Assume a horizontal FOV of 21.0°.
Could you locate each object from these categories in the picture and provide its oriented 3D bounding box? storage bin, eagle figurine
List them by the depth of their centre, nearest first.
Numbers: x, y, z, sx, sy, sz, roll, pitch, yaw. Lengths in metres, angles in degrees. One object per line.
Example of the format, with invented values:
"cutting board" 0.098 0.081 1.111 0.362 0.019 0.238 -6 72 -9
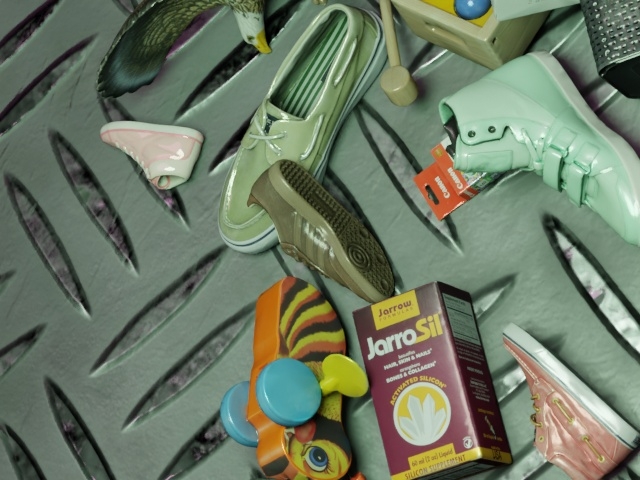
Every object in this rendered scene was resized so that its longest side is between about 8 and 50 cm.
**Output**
"storage bin" 0.356 -0.213 1.664 0.180 0.122 0.084 -18 71 25
"eagle figurine" -0.126 -0.290 1.914 0.298 0.226 0.225 -8 96 22

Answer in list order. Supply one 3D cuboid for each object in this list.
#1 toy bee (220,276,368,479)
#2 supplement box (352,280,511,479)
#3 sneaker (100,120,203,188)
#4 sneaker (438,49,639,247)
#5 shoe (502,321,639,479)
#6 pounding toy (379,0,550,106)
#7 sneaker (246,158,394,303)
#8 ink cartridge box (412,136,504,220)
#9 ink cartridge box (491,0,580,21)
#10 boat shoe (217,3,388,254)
"toy bee" -0.025 0.197 1.788 0.195 0.162 0.298 -7 57 64
"supplement box" 0.112 0.148 1.746 0.104 0.081 0.188 -22 69 24
"sneaker" -0.202 -0.097 1.989 0.134 0.051 0.070 6 77 26
"sneaker" 0.216 -0.067 1.695 0.151 0.094 0.256 -24 55 -13
"shoe" 0.226 0.162 1.690 0.178 0.063 0.081 44 97 24
"pounding toy" 0.122 -0.242 1.793 0.181 0.094 0.206 29 82 30
"sneaker" 0.000 0.000 1.835 0.188 0.066 0.071 51 126 2
"ink cartridge box" 0.149 -0.079 1.804 0.115 0.029 0.063 -38 64 16
"ink cartridge box" 0.271 -0.363 1.642 0.270 0.197 0.198 -12 66 4
"boat shoe" -0.035 -0.127 1.878 0.109 0.094 0.302 31 95 30
